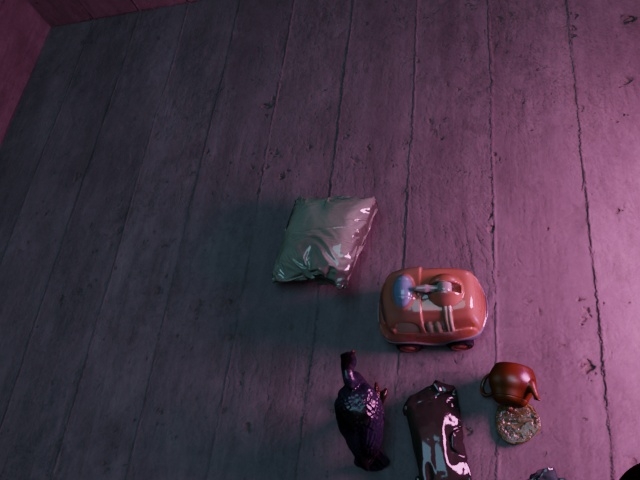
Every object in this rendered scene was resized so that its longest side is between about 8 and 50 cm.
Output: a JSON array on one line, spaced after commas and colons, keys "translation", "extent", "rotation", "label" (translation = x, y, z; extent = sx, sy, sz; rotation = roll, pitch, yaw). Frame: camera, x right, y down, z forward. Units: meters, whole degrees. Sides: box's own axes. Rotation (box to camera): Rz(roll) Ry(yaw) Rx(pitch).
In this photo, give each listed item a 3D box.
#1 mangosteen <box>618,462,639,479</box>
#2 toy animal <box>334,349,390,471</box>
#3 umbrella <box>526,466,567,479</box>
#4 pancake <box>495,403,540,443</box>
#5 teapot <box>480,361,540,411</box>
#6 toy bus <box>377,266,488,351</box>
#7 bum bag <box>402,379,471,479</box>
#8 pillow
[{"translation": [0.709, 0.557, 1.149], "extent": [0.265, 0.228, 0.228], "rotation": [19, 70, 12], "label": "mangosteen"}, {"translation": [0.100, 0.420, 1.448], "extent": [0.122, 0.185, 0.299], "rotation": [-6, 80, 11], "label": "toy animal"}, {"translation": [0.523, 0.635, 1.178], "extent": [0.143, 0.094, 0.349], "rotation": [-44, 53, 11], "label": "umbrella"}, {"translation": [0.471, 0.434, 1.409], "extent": [0.108, 0.017, 0.108], "rotation": [-8, 61, 15], "label": "pancake"}, {"translation": [0.452, 0.354, 1.407], "extent": [0.173, 0.116, 0.116], "rotation": [-15, 52, 52], "label": "teapot"}, {"translation": [0.277, 0.164, 1.499], "extent": [0.287, 0.232, 0.194], "rotation": [-3, 65, 16], "label": "toy bus"}, {"translation": [0.278, 0.498, 1.411], "extent": [0.142, 0.080, 0.326], "rotation": [-6, 58, 7], "label": "bum bag"}, {"translation": [0.000, 0.000, 1.736], "extent": [0.283, 0.138, 0.310], "rotation": [6, 63, 31], "label": "pillow"}]
